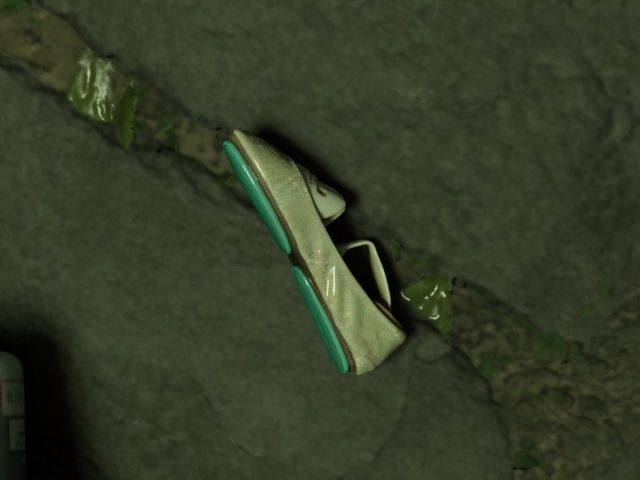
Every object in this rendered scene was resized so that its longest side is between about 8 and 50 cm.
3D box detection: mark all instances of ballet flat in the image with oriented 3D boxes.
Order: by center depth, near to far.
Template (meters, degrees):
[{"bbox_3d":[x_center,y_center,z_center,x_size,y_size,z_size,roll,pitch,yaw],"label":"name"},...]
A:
[{"bbox_3d":[0.000,0.000,0.837,0.052,0.057,0.168,-30,108,-10],"label":"ballet flat"}]

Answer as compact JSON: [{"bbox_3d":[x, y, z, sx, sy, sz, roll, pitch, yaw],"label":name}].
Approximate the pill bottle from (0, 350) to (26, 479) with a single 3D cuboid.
[{"bbox_3d":[-0.251,0.210,0.838,0.161,0.161,0.283,-5,83,12],"label":"pill bottle"}]
